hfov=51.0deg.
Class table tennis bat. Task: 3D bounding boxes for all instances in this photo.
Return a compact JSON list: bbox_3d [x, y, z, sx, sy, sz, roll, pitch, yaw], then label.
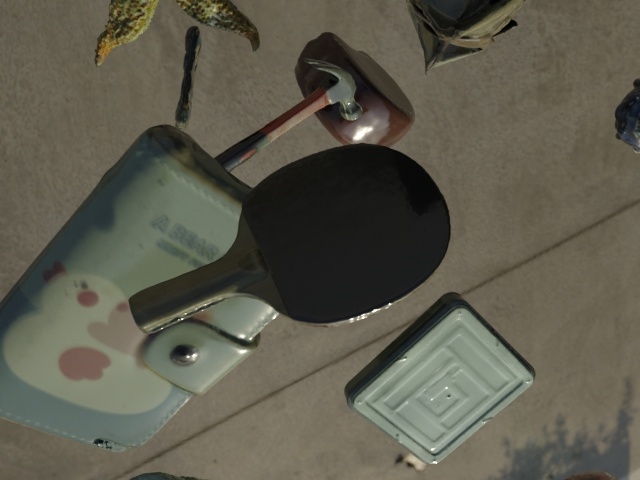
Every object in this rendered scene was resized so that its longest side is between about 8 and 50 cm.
[{"bbox_3d":[-0.022,0.008,0.501,0.246,0.138,0.022,-24,157,-6],"label":"table tennis bat"}]

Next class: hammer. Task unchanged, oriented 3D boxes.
[{"bbox_3d":[-0.074,-0.131,0.862,0.288,0.033,0.111,-37,139,-10],"label":"hammer"}]

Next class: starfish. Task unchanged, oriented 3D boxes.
[{"bbox_3d":[-0.244,-0.428,0.958,0.347,0.078,0.358,-8,110,10],"label":"starfish"}]

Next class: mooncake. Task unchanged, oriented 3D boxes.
[{"bbox_3d":[0.078,-0.358,1.659,0.334,0.326,0.174,42,115,-14],"label":"mooncake"}]

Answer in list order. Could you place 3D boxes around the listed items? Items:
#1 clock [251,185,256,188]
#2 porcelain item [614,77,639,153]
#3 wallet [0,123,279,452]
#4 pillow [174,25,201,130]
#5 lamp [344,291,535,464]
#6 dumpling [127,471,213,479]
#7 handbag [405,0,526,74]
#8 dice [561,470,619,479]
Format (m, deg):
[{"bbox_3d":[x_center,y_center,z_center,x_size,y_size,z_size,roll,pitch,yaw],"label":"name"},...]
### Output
[{"bbox_3d":[-0.088,-0.034,1.238,0.110,0.050,0.152,-23,107,4],"label":"clock"},{"bbox_3d":[0.418,-0.116,0.680,0.288,0.186,0.138,-28,131,-47],"label":"porcelain item"},{"bbox_3d":[-0.180,0.073,0.700,0.360,0.083,0.252,-44,125,16],"label":"wallet"},{"bbox_3d":[-0.264,-0.315,1.344,0.034,0.255,0.189,11,93,-11],"label":"pillow"},{"bbox_3d":[0.212,0.250,1.173,0.266,0.047,0.269,-43,120,9],"label":"lamp"},{"bbox_3d":[-0.092,0.282,0.594,0.219,0.108,0.152,36,108,-7],"label":"dumpling"},{"bbox_3d":[0.122,-0.216,0.515,0.117,0.270,0.182,22,104,1],"label":"handbag"},{"bbox_3d":[0.162,0.190,0.358,0.094,0.091,0.093,40,93,-13],"label":"dice"}]
